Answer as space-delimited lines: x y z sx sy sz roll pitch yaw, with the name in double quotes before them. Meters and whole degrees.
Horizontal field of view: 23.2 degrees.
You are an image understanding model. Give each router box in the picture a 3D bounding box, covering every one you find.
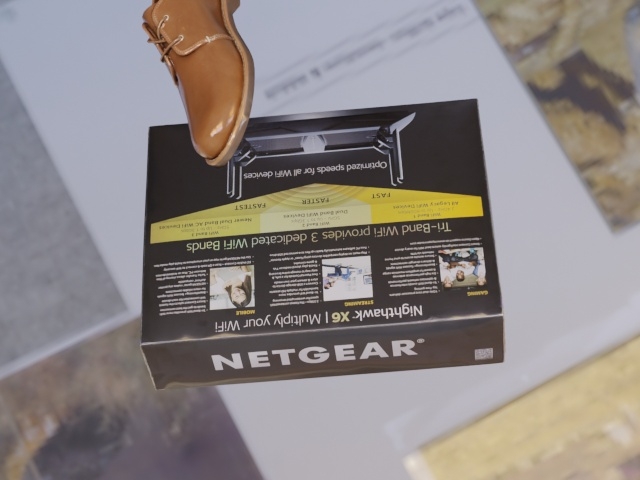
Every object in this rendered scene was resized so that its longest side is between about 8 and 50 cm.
"router box" 0.000 0.000 1.383 0.309 0.243 0.081 -4 143 4

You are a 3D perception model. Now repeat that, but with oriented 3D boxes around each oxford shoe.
"oxford shoe" -0.100 -0.142 1.185 0.076 0.212 0.076 16 133 -32
